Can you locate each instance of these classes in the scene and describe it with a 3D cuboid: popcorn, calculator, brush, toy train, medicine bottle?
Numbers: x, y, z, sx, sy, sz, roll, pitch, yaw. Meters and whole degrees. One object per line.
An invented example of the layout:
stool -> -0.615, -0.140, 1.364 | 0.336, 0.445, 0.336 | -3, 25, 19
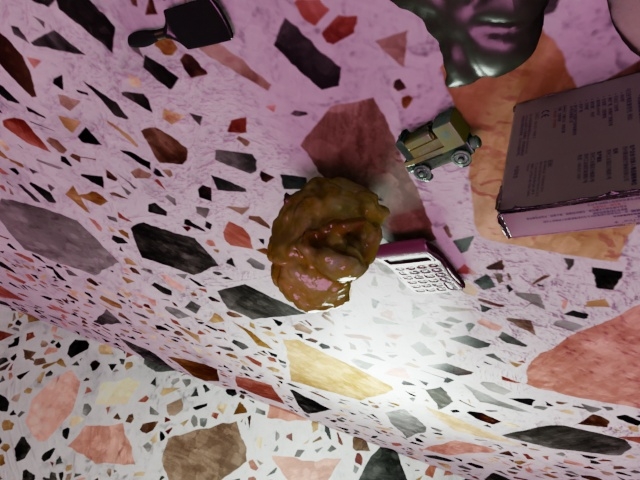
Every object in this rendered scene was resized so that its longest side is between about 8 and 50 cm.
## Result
popcorn -> 0.000, 0.000, 0.801 | 0.192, 0.233, 0.266 | 38, 170, -14
calculator -> 0.200, 0.053, 0.942 | 0.126, 0.034, 0.190 | -11, 141, 39
brush -> -0.210, -0.300, 0.668 | 0.193, 0.016, 0.063 | 1, 142, 28
toy train -> 0.165, -0.134, 0.671 | 0.122, 0.050, 0.081 | -17, 128, 45
medicine bottle -> 0.292, -0.098, 0.511 | 0.171, 0.201, 0.052 | -8, 135, 36

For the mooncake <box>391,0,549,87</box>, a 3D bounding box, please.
mooncake -> 0.144, -0.245, 0.473 | 0.175, 0.104, 0.168 | 26, 153, -1

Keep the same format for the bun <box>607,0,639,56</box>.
bun -> 0.333, -0.226, 0.370 | 0.173, 0.119, 0.173 | 43, 151, 32
